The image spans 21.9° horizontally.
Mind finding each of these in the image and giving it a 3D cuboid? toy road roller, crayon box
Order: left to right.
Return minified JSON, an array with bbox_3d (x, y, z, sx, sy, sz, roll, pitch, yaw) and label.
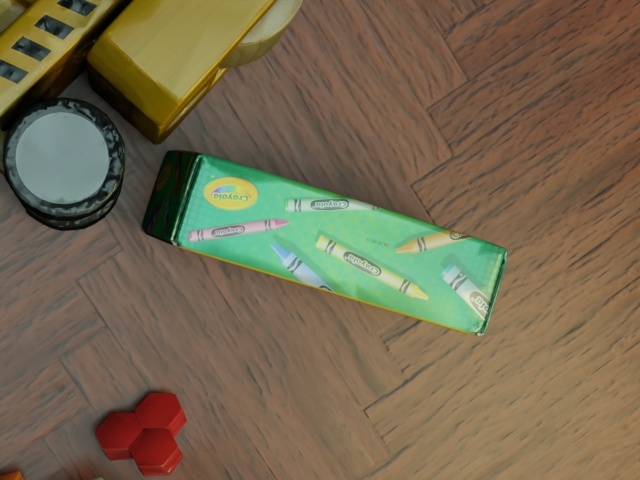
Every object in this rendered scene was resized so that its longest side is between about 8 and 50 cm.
[{"bbox_3d":[-0.194,-0.175,1.339,0.240,0.202,0.329,45,83,-4],"label":"toy road roller"},{"bbox_3d":[0.000,0.000,1.413,0.278,0.165,0.081,17,89,-14],"label":"crayon box"}]

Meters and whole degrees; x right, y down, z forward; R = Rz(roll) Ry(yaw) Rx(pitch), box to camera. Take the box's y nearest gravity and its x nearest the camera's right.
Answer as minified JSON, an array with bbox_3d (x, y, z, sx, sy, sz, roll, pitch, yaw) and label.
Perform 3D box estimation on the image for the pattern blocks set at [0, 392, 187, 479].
[{"bbox_3d":[-0.201,0.285,1.352,0.325,0.285,0.026,-30,140,-15],"label":"pattern blocks set"}]
